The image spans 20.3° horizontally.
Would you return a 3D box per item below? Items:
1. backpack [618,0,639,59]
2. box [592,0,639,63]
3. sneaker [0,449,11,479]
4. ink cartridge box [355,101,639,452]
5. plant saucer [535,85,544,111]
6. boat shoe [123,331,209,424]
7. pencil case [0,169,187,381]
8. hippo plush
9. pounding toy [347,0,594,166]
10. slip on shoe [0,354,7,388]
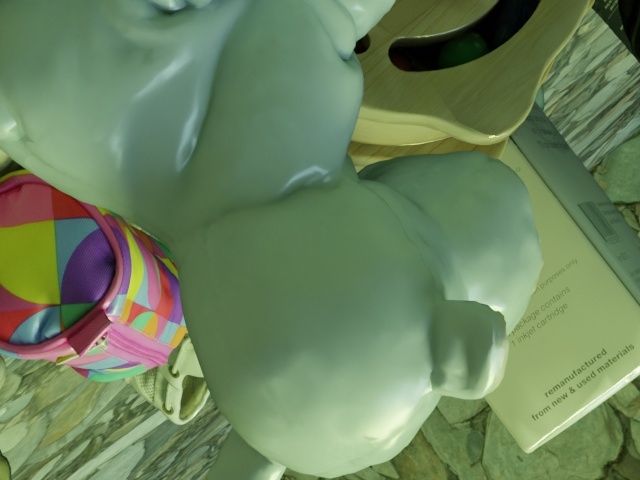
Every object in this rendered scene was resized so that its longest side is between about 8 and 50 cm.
[{"bbox_3d":[0.270,-0.200,0.989,0.273,0.290,0.355,-2,171,-14],"label":"backpack"},{"bbox_3d":[0.361,-0.198,1.557,0.153,0.207,0.108,-37,171,-21],"label":"box"},{"bbox_3d":[-0.333,0.270,1.074,0.410,0.182,0.158,-34,169,-35],"label":"sneaker"},{"bbox_3d":[0.109,-0.021,1.154,0.117,0.283,0.207,-39,172,14],"label":"ink cartridge box"},{"bbox_3d":[0.124,-0.027,1.650,0.318,0.043,0.317,-56,174,-10],"label":"plant saucer"},{"bbox_3d":[-0.078,0.061,1.376,0.098,0.096,0.277,-34,169,-31],"label":"boat shoe"},{"bbox_3d":[-0.132,0.028,0.984,0.104,0.104,0.236,-40,172,1],"label":"pencil case"},{"bbox_3d":[-0.001,-0.041,0.687,0.234,0.237,0.294,-39,174,33],"label":"hippo plush"},{"bbox_3d":[0.044,-0.101,0.988,0.269,0.154,0.155,-57,177,-21],"label":"pounding toy"},{"bbox_3d":[-0.240,0.094,0.905,0.123,0.101,0.331,-51,-177,7],"label":"slip on shoe"}]
